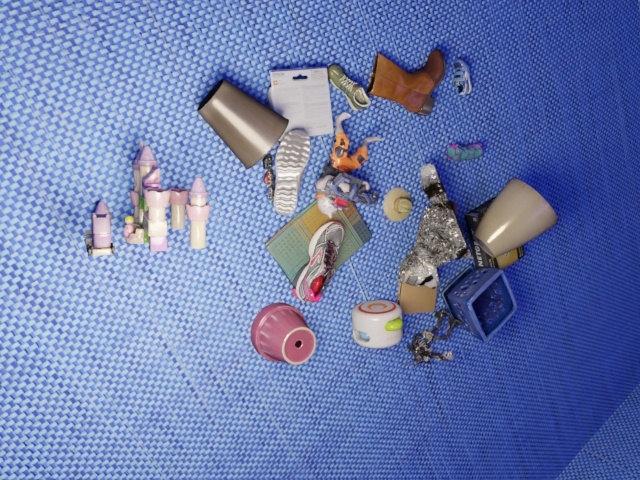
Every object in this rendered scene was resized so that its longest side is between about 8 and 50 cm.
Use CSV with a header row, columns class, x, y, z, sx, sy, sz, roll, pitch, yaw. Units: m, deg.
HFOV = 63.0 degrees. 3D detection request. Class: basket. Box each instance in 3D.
class,x,y,z,sx,sy,sz,roll,pitch,yaw
basket,-0.245,-0.367,1.587,0.204,0.154,0.227,-46,117,8

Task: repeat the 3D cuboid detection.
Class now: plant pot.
class,x,y,z,sx,sy,sz,roll,pitch,yaw
plant pot,-0.114,0.331,1.777,0.201,0.180,0.202,-7,103,-30
plant pot,0.661,0.253,2.223,0.236,0.212,0.236,-39,117,-19
plant pot,0.770,-0.067,2.137,0.274,0.256,0.256,-43,119,2

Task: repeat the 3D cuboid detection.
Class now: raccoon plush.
class,x,y,z,sx,sy,sz,roll,pitch,yaw
raccoon plush,0.386,-0.035,2.023,0.216,0.299,0.447,18,51,-67

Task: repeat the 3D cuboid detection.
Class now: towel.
class,x,y,z,sx,sy,sz,roll,pitch,yaw
towel,0.000,0.000,1.872,0.370,0.040,0.271,-42,118,-20

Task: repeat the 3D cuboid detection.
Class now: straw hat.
class,x,y,z,sx,sy,sz,roll,pitch,yaw
straw hat,0.320,-0.136,2.029,0.144,0.061,0.145,-7,103,-31

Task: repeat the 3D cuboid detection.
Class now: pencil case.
class,x,y,z,sx,sy,sz,roll,pitch,yaw
pencil case,0.597,-0.366,2.156,0.151,0.064,0.070,-9,129,-31

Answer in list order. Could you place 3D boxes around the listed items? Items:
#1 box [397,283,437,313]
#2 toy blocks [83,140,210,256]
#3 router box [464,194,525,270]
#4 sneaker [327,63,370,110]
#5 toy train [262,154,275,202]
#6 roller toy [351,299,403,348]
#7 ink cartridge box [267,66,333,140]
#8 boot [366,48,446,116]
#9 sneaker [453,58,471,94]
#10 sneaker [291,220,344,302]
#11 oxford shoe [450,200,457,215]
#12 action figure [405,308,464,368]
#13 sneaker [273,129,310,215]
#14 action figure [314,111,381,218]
class,x,y,z,sx,sy,sz,roll,pitch,yaw
box,0.404,0.222,2.171,0.201,0.021,0.165,0,99,-32
toy blocks,-0.478,-0.126,1.407,0.308,0.288,0.260,-4,108,-29
router box,0.779,-0.023,2.322,0.242,0.081,0.309,-28,112,-24
sneaker,0.107,-0.533,1.809,0.064,0.086,0.192,-50,120,-14
toy train,-0.172,-0.203,1.733,0.036,0.027,0.158,-11,105,-28
roller toy,0.216,0.319,1.974,0.191,0.209,0.146,-2,103,8
ink cartridge box,-0.067,-0.456,1.739,0.223,0.045,0.224,-14,106,-29
boot,0.315,-0.627,1.942,0.280,0.096,0.264,16,98,-26
sneaker,0.563,-0.652,2.091,0.059,0.053,0.144,-29,112,-22
sneaker,0.015,0.078,1.805,0.120,0.112,0.299,27,82,-32
oxford shoe,0.471,-0.047,2.122,0.098,0.097,0.272,24,86,-27
action figure,0.470,0.424,2.176,0.164,0.141,0.276,39,82,-14
sneaker,-0.106,-0.228,1.726,0.105,0.115,0.281,14,96,-7
action figure,0.088,-0.230,1.816,0.341,0.178,0.330,27,86,-58
